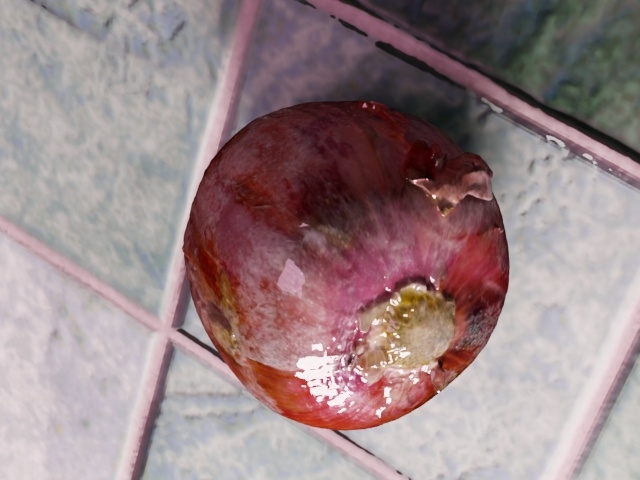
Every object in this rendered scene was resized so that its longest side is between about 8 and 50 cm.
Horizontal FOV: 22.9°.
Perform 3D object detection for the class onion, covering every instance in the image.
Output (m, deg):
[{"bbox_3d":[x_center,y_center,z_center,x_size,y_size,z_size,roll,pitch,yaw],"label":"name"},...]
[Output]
[{"bbox_3d":[0.000,0.000,0.777,0.195,0.159,0.159,41,138,53],"label":"onion"}]
